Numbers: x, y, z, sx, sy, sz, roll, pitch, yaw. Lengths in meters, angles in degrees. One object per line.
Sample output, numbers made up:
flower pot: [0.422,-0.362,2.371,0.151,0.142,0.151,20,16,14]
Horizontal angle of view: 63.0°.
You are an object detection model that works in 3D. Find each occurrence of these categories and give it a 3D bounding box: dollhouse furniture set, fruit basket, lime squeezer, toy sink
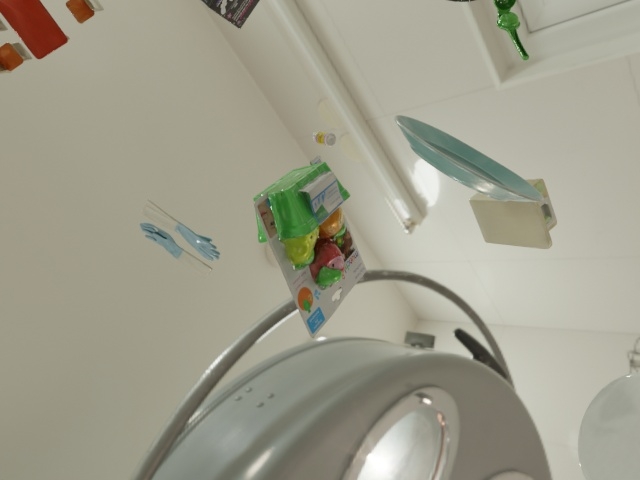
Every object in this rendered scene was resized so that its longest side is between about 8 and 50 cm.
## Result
dollhouse furniture set: [-0.639,-0.509,1.078,0.262,0.135,0.259,-32,-67,3]
fruit basket: [0.000,0.000,1.271,0.327,0.165,0.353,-44,-68,-50]
lime squeezer: [0.463,-0.561,1.253,0.059,0.110,0.310,-1,-96,-18]
toy sink: [0.568,-0.081,1.477,0.131,0.234,0.153,-35,-71,-22]

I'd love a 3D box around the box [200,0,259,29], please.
box: [-0.274,-0.703,1.364,0.163,0.247,0.142,-50,-23,16]

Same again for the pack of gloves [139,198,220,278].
pack of gloves: [-0.369,-0.009,1.391,0.232,0.195,0.046,37,-123,-8]

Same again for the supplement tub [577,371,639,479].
supplement tub: [0.556,0.335,0.734,0.316,0.228,0.228,27,-114,-13]

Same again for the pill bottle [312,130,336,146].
pill bottle: [0.010,-0.328,1.673,0.043,0.083,0.043,-14,-66,-34]

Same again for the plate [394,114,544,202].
plate: [0.161,-0.087,0.588,0.188,0.188,0.024,5,-58,-45]
